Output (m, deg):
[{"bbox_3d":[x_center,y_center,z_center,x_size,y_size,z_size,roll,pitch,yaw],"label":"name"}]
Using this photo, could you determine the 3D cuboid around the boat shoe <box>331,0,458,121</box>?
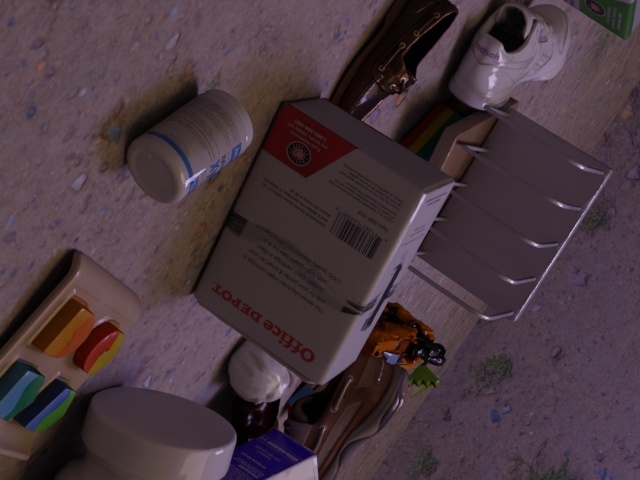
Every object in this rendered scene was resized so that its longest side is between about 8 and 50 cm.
[{"bbox_3d":[0.089,-0.217,1.414,0.207,0.073,0.073,-56,164,5],"label":"boat shoe"}]

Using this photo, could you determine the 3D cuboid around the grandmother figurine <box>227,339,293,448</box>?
[{"bbox_3d":[-0.104,0.268,1.762,0.342,0.104,0.208,97,9,-51],"label":"grandmother figurine"}]

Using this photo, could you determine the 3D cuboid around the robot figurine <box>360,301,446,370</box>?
[{"bbox_3d":[0.091,0.151,1.908,0.085,0.211,0.291,-57,153,10],"label":"robot figurine"}]

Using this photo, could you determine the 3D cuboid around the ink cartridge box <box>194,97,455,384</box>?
[{"bbox_3d":[0.000,0.000,1.353,0.273,0.197,0.114,-62,163,21],"label":"ink cartridge box"}]

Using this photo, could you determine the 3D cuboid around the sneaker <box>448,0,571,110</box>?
[{"bbox_3d":[0.322,-0.314,1.800,0.305,0.114,0.152,-41,159,-42],"label":"sneaker"}]

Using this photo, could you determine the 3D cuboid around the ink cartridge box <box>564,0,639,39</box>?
[{"bbox_3d":[0.248,-0.364,1.224,0.117,0.278,0.201,-52,163,-3],"label":"ink cartridge box"}]

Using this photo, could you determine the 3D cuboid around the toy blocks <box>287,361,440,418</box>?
[{"bbox_3d":[0.071,0.295,2.206,0.261,0.191,0.381,-42,161,-6],"label":"toy blocks"}]

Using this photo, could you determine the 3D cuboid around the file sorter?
[{"bbox_3d":[0.268,-0.042,1.727,0.278,0.193,0.173,-59,160,12],"label":"file sorter"}]

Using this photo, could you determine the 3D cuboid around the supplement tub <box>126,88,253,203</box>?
[{"bbox_3d":[-0.121,-0.088,1.073,0.107,0.071,0.071,-41,158,-38],"label":"supplement tub"}]

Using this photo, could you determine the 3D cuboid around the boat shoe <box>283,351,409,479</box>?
[{"bbox_3d":[0.000,0.285,1.763,0.324,0.116,0.123,-51,-167,21],"label":"boat shoe"}]

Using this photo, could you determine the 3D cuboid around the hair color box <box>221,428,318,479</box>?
[{"bbox_3d":[-0.160,0.419,1.601,0.338,0.110,0.185,-21,119,-36],"label":"hair color box"}]

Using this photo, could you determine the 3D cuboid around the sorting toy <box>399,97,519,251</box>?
[{"bbox_3d":[0.181,-0.111,1.840,0.255,0.089,0.257,-31,150,-55],"label":"sorting toy"}]

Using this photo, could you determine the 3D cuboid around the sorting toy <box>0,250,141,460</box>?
[{"bbox_3d":[-0.261,0.123,1.136,0.208,0.038,0.193,-54,163,-8],"label":"sorting toy"}]

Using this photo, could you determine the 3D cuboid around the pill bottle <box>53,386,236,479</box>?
[{"bbox_3d":[-0.225,0.369,1.327,0.210,0.210,0.363,-6,115,-69],"label":"pill bottle"}]
